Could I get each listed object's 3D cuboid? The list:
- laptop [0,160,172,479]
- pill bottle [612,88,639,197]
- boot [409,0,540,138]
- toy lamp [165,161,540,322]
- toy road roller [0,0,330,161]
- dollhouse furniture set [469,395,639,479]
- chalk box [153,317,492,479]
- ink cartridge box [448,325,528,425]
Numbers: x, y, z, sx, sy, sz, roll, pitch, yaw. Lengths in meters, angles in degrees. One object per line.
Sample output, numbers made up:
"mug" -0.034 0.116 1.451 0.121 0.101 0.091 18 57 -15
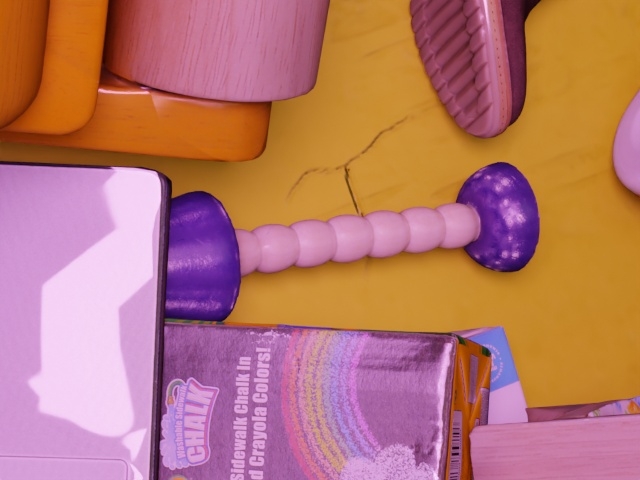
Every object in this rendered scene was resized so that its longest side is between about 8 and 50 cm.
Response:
"laptop" -0.278 0.130 0.735 0.407 0.236 0.382 2 83 -4
"pill bottle" 0.313 -0.033 1.143 0.216 0.121 0.121 32 70 -21
"boot" 0.159 -0.194 1.098 0.206 0.090 0.249 -6 83 -26
"toy lamp" 0.000 0.000 0.998 0.274 0.080 0.080 -10 88 -28
"toy road roller" -0.141 -0.132 0.781 0.329 0.240 0.203 4 110 -13
"dollhouse furniture set" 0.301 0.252 0.949 0.362 0.256 0.394 -5 87 -57
"chalk box" -0.023 0.113 0.920 0.213 0.132 0.132 3 83 15
"ink cartridge box" 0.082 0.153 1.032 0.104 0.060 0.180 -18 92 -29
